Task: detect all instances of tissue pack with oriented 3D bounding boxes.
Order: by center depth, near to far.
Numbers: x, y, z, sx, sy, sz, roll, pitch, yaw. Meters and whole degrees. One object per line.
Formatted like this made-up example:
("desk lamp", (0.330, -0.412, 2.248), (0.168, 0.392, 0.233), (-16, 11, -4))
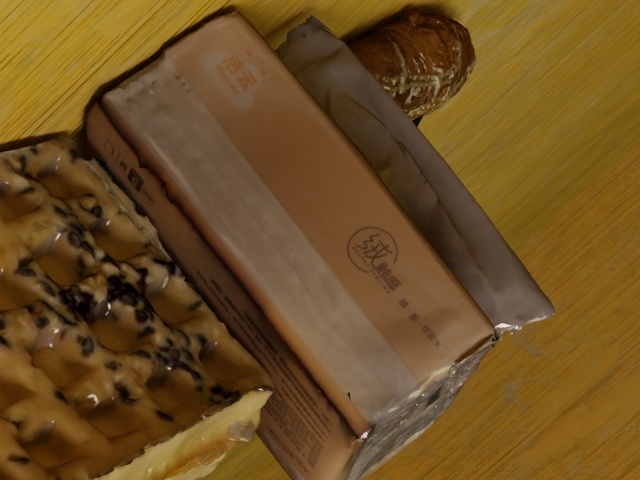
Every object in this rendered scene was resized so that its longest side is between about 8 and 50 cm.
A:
("tissue pack", (0.000, 0.000, 1.349), (0.238, 0.305, 0.238), (-36, 166, -10))

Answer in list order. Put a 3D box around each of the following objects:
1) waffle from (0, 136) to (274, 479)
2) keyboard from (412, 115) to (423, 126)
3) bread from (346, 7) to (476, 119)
("waffle", (-0.215, 0.080, 1.133), (0.114, 0.261, 0.376), (-51, 163, 30))
("keyboard", (0.035, -0.032, 1.664), (0.309, 0.018, 0.101), (-62, -171, -31))
("bread", (0.075, -0.144, 1.590), (0.105, 0.076, 0.233), (-46, 167, 35))
